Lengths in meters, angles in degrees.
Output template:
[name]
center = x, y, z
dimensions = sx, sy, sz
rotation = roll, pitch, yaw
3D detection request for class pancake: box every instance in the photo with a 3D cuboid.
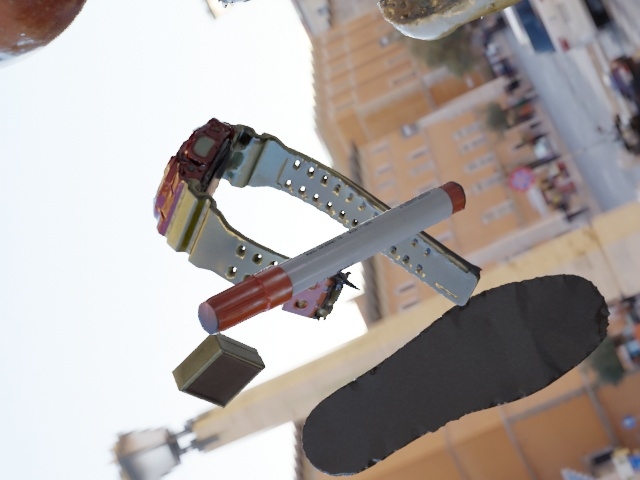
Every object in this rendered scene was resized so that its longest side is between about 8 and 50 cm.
[pancake]
center = 0.267, -0.414, 2.104
dimensions = 0.387, 0.387, 0.082
rotation = -89, -25, -70

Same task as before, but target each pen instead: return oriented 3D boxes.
[pen]
center = 0.014, 0.009, 0.960
dimensions = 0.028, 0.239, 0.028
rotation = 31, 134, 38

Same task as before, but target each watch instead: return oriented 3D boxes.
[watch]
center = -0.008, -0.001, 1.126
dimensions = 0.268, 0.102, 0.165
rotation = 32, -145, 9

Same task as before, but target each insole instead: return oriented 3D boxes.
[insole]
center = 0.128, 0.128, 1.318
dimensions = 0.111, 0.328, 0.007
rotation = 61, -179, 7

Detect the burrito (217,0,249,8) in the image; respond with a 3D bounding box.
[burrito]
center = -0.043, -0.231, 1.146
dimensions = 0.042, 0.051, 0.171
rotation = 30, 164, -17

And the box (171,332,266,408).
[box]
center = -0.119, 0.154, 1.610
dimensions = 0.083, 0.079, 0.035
rotation = 28, -156, -43

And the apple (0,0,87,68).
[apple]
center = -0.406, -0.364, 1.545
dimensions = 0.277, 0.348, 0.348
rotation = 27, -142, -55
